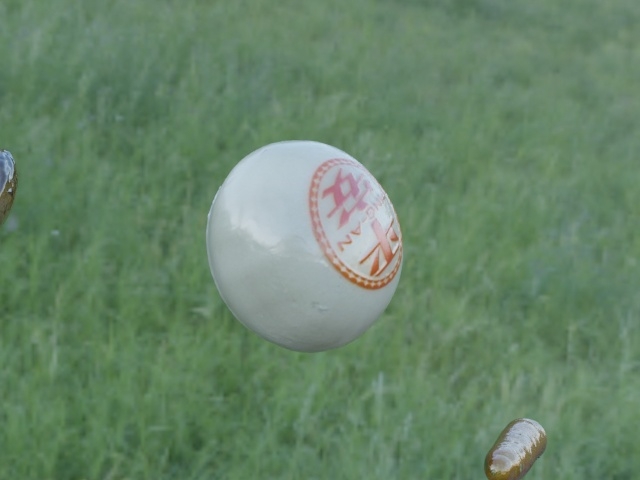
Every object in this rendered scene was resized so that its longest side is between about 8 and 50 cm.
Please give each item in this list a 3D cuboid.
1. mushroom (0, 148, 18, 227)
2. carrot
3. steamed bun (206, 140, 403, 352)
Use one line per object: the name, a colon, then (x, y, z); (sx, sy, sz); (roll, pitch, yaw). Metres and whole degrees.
mushroom: (-0.211, -0.010, 0.603); (0.123, 0.052, 0.123); (-24, 16, 7)
carrot: (0.184, 0.212, 1.110); (0.048, 0.048, 0.139); (5, 9, 22)
steamed bun: (0.000, 0.000, 1.207); (0.232, 0.232, 0.145); (-8, -7, -45)
